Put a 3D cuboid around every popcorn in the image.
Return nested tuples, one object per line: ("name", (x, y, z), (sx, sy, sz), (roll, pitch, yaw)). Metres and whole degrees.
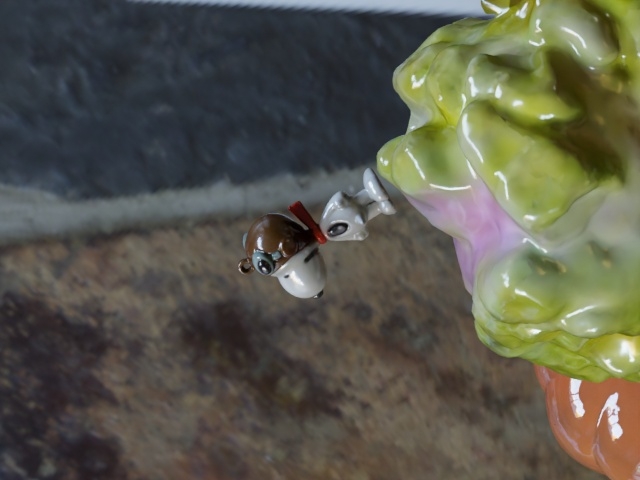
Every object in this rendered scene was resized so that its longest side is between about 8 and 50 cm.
("popcorn", (0.089, -0.019, 0.482), (0.145, 0.126, 0.126), (37, 94, -15))

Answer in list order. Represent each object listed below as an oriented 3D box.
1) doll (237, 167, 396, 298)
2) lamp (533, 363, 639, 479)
("doll", (-0.002, -0.005, 0.822), (0.085, 0.058, 0.040), (-49, 31, 13))
("lamp", (0.227, 0.076, 0.988), (0.187, 0.164, 0.187), (-10, 70, 30))
